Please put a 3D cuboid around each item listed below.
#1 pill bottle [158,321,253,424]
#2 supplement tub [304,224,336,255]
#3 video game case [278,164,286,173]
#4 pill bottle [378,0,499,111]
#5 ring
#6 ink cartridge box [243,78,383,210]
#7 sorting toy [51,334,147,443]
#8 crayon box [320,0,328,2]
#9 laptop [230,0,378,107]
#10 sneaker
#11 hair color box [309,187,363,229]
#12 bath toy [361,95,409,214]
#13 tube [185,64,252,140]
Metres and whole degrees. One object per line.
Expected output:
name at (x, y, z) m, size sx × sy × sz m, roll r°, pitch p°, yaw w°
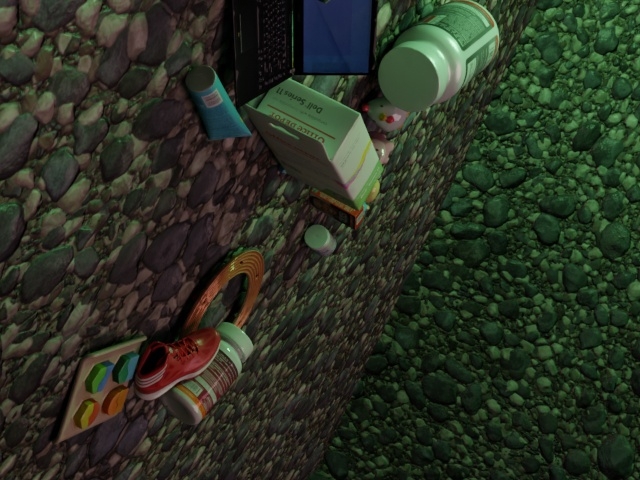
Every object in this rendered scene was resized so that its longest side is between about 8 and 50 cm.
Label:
pill bottle at (-0.254, 0.294, 1.950) m, size 0.221 × 0.121 × 0.121 m, roll -49°, pitch 159°, yaw -34°
supplement tub at (0.000, 0.000, 2.402) m, size 0.071 × 0.071 × 0.107 m, roll -60°, pitch 162°, yaw -3°
video game case at (-0.039, -0.209, 2.049) m, size 0.119 × 0.015 × 0.166 m, roll -64°, pitch 163°, yaw 9°
pill bottle at (0.309, -0.483, 2.281) m, size 0.363 × 0.210 × 0.210 m, roll -42°, pitch 155°, yaw -46°
ring at (-0.240, 0.166, 2.047) m, size 0.337 × 0.032 × 0.337 m, roll -53°, pitch 162°, yaw -26°
ink cartridge box at (-0.008, -0.210, 1.793) m, size 0.119 × 0.207 × 0.353 m, roll -58°, pitch 159°, yaw -9°
sorting toy at (-0.424, 0.292, 1.703) m, size 0.208 × 0.038 × 0.193 m, roll -65°, pitch 163°, yaw 14°
crayon box at (0.016, -0.514, 1.465) m, size 0.278 × 0.165 × 0.081 m, roll -47°, pitch 157°, yaw -40°
laptop at (-0.025, -0.369, 1.538) m, size 0.264 × 0.136 × 0.234 m, roll -40°, pitch 141°, yaw -42°
sneaker at (-0.292, 0.239, 1.823) m, size 0.221 × 0.087 × 0.128 m, roll -41°, pitch 164°, yaw -30°
hair color box at (0.042, -0.090, 2.254) m, size 0.043 × 0.141 × 0.072 m, roll -53°, pitch 161°, yaw -24°
bath toy at (0.126, -0.227, 2.326) m, size 0.129 × 0.151 × 0.348 m, roll 4°, pitch 119°, yaw -32°
tube at (-0.182, -0.228, 1.528) m, size 0.207 × 0.080 × 0.052 m, roll 69°, pitch 21°, yaw -66°
